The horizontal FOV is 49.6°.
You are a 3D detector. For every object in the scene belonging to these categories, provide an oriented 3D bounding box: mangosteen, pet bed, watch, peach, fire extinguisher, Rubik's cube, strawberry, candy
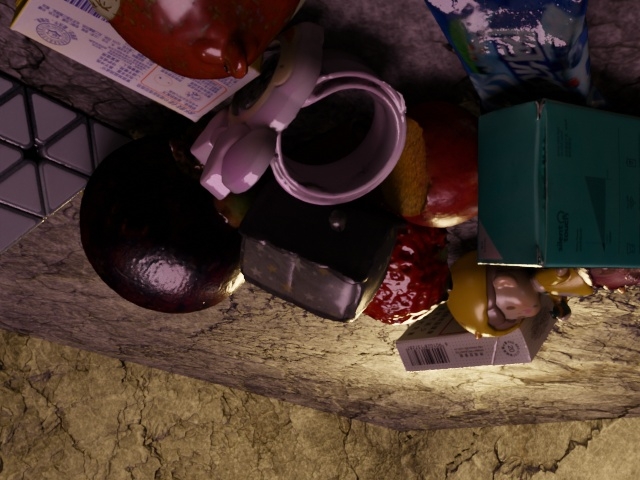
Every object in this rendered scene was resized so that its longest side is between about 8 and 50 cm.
[{"bbox_3d":[-0.223,-0.045,1.121,0.306,0.306,0.359,19,143,-25],"label":"mangosteen"},{"bbox_3d":[-0.001,-0.006,1.007,0.211,0.183,0.159,25,131,17],"label":"pet bed"},{"bbox_3d":[-0.013,-0.135,0.915,0.217,0.211,0.248,30,107,-28],"label":"watch"},{"bbox_3d":[0.161,-0.104,0.988,0.190,0.190,0.192,-11,-173,35],"label":"peach"},{"bbox_3d":[-0.014,-0.111,1.142,0.105,0.105,0.269,26,150,-36],"label":"fire extinguisher"},{"bbox_3d":[-0.497,-0.146,1.153,0.233,0.229,0.228,42,110,4],"label":"Rubik's cube"},{"bbox_3d":[0.089,0.019,1.212,0.276,0.257,0.257,-4,156,0],"label":"strawberry"},{"bbox_3d":[0.254,-0.226,0.842,0.187,0.077,0.331,-2,158,25],"label":"candy"}]

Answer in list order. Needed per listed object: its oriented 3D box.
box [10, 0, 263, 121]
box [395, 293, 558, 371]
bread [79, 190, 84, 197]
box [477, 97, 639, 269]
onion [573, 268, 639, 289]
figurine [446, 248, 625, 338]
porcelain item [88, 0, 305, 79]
[{"bbox_3d":[-0.217,-0.268,0.848,0.265,0.097,0.168,23,152,-32],"label":"box"},{"bbox_3d":[0.371,0.216,1.653,0.330,0.210,0.095,-15,103,39],"label":"box"},{"bbox_3d":[-0.367,-0.081,1.407,0.178,0.135,0.240,33,174,35],"label":"bread"},{"bbox_3d":[0.354,-0.063,0.920,0.311,0.205,0.118,1,176,-31],"label":"box"},{"bbox_3d":[0.526,-0.014,1.142,0.248,0.161,0.248,3,161,1],"label":"onion"},{"bbox_3d":[0.423,0.092,1.401,0.343,0.187,0.215,-13,141,27],"label":"figurine"},{"bbox_3d":[-0.104,-0.253,0.652,0.253,0.253,0.253,6,156,3],"label":"porcelain item"}]
